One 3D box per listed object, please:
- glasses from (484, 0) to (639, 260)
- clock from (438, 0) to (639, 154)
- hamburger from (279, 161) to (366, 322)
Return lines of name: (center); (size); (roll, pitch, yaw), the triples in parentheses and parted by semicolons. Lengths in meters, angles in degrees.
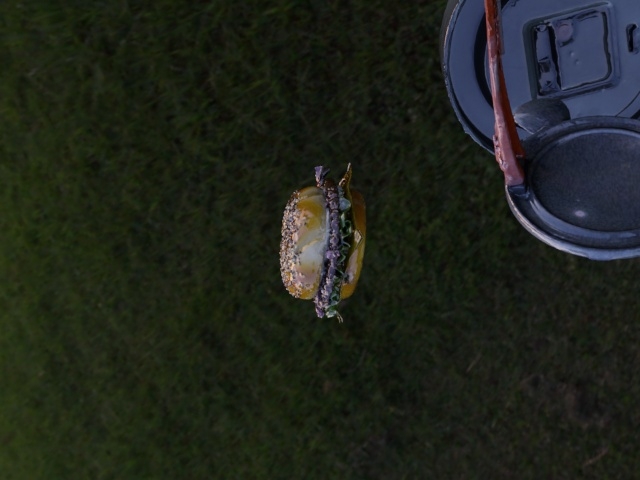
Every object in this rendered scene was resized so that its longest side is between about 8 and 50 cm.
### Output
glasses: (0.184, -0.100, 0.411); (0.234, 0.118, 0.268); (0, 146, 18)
clock: (0.266, -0.212, 1.044); (0.280, 0.055, 0.281); (-2, 119, -4)
hamburger: (0.000, 0.000, 1.146); (0.093, 0.189, 0.164); (7, 119, -7)
